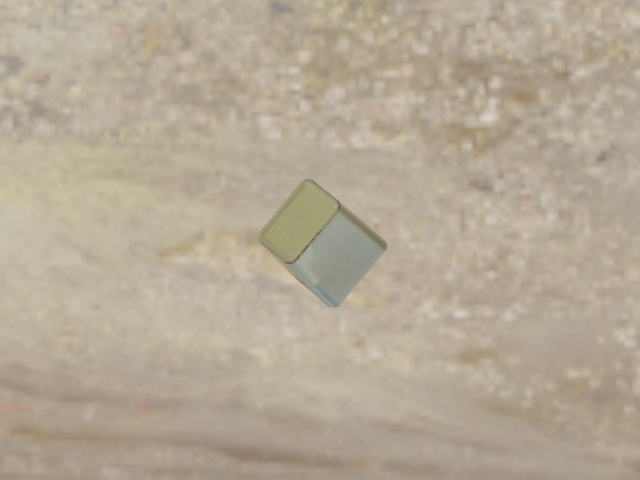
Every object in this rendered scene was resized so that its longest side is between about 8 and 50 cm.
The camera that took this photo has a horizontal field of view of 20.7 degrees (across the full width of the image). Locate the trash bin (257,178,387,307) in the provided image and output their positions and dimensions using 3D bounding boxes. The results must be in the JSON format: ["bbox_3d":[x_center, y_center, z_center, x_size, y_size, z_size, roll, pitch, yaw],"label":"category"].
[{"bbox_3d":[0.000,0.000,1.184,0.043,0.061,0.092,39,178,27],"label":"trash bin"}]
